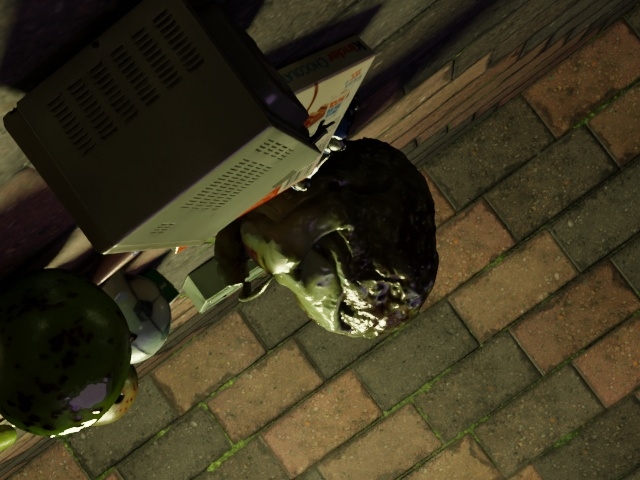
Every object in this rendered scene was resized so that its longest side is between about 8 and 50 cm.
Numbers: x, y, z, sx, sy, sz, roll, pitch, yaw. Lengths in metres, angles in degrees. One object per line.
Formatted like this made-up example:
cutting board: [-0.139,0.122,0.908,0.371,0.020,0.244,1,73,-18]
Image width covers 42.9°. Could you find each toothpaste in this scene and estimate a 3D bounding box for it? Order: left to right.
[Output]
toothpaste: [-0.271,0.006,1.147,0.194,0.043,0.067,-38,-147,24]

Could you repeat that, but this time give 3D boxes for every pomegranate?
pomegranate: [-0.355,0.141,1.008,0.263,0.211,0.211,-4,158,-30]
pomegranate: [-0.540,0.343,1.911,0.210,0.179,0.179,-5,-175,17]

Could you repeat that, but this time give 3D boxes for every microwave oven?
microwave oven: [-0.112,-0.096,0.695,0.194,0.145,0.240,-40,175,8]

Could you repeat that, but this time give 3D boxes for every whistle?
whistle: [-0.322,0.134,1.314,0.163,0.163,0.289,-37,-171,3]

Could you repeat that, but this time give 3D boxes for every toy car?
toy car: [-0.008,-0.156,1.271,0.216,0.063,0.103,-43,-155,52]

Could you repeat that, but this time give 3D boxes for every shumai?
shumai: [0.000,0.000,1.502,0.348,0.395,0.395,-2,151,-44]

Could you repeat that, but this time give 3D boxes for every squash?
squash: [-0.789,0.477,1.909,0.066,0.066,0.252,-37,176,5]

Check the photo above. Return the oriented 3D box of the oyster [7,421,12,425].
oyster: [-0.491,0.264,1.670,0.351,0.115,0.238,-33,174,-37]

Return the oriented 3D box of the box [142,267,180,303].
box: [-0.368,0.158,1.523,0.199,0.081,0.135,-51,-176,-39]

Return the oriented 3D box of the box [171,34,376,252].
box: [-0.073,-0.124,1.063,0.273,0.048,0.265,-32,165,-36]

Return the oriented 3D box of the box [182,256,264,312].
box: [-0.216,0.073,1.983,0.225,0.086,0.129,-34,175,-22]
